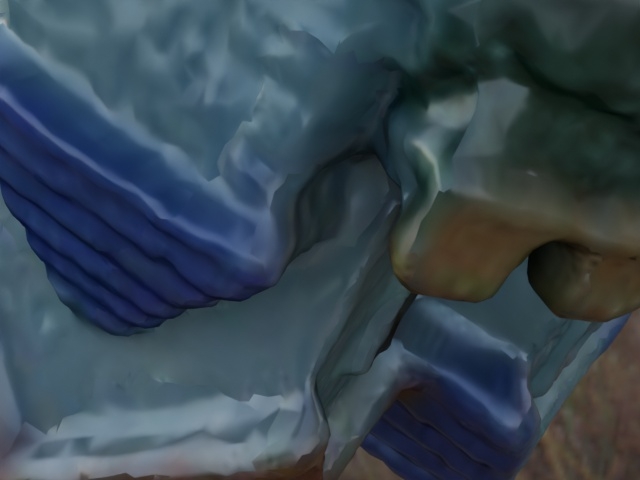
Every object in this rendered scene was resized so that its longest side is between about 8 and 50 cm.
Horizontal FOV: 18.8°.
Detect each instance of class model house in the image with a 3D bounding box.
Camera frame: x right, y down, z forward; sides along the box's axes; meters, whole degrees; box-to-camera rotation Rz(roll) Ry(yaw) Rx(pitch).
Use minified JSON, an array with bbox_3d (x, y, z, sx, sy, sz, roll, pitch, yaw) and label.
[{"bbox_3d":[0.000,0.000,0.628,0.252,0.329,0.295,37,24,8],"label":"model house"}]
